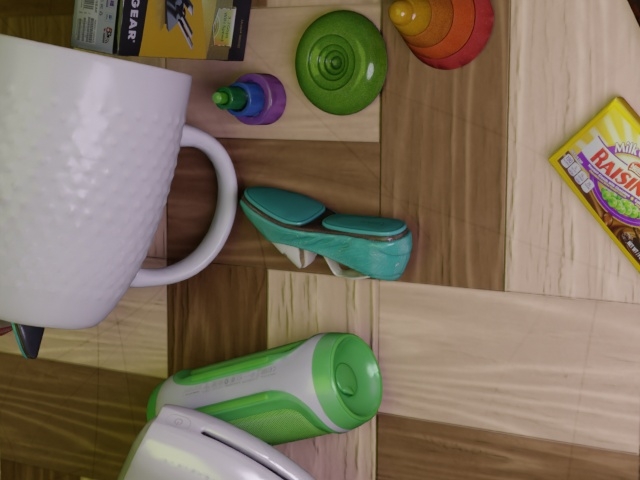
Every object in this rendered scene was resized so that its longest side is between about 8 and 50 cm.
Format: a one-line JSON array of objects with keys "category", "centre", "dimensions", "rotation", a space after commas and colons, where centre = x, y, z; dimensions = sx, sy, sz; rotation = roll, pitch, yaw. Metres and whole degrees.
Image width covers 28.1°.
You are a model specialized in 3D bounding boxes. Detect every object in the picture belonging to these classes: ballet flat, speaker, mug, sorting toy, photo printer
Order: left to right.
[{"category": "ballet flat", "centre": [-0.394, 0.054, 1.693], "dimensions": [0.074, 0.074, 0.203], "rotation": [-32, 75, 32]}, {"category": "mug", "centre": [-0.279, -0.062, 1.582], "dimensions": [0.276, 0.374, 0.328], "rotation": [24, 103, 63]}, {"category": "photo printer", "centre": [-0.135, 0.347, 1.581], "dimensions": [0.256, 0.107, 0.307], "rotation": [30, 131, 2]}, {"category": "speaker", "centre": [-0.073, 0.198, 1.597], "dimensions": [0.297, 0.131, 0.131], "rotation": [-18, 85, 34]}, {"category": "ballet flat", "centre": [0.000, 0.000, 1.558], "dimensions": [0.247, 0.083, 0.087], "rotation": [16, 118, 33]}, {"category": "sorting toy", "centre": [0.016, -0.217, 1.494], "dimensions": [0.366, 0.126, 0.127], "rotation": [-19, 85, 32]}]

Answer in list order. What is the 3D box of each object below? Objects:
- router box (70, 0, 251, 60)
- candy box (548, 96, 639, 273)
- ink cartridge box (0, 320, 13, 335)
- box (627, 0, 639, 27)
[{"category": "router box", "centre": [-0.173, -0.373, 1.531], "dimensions": [0.081, 0.243, 0.308], "rotation": [15, 104, 31]}, {"category": "candy box", "centre": [0.343, -0.042, 1.357], "dimensions": [0.105, 0.027, 0.206], "rotation": [-45, 72, 25]}, {"category": "ink cartridge box", "centre": [-0.440, 0.008, 1.823], "dimensions": [0.273, 0.114, 0.197], "rotation": [-27, 80, 33]}, {"category": "box", "centre": [0.395, -0.231, 1.182], "dimensions": [0.200, 0.057, 0.293], "rotation": [67, 163, 9]}]
